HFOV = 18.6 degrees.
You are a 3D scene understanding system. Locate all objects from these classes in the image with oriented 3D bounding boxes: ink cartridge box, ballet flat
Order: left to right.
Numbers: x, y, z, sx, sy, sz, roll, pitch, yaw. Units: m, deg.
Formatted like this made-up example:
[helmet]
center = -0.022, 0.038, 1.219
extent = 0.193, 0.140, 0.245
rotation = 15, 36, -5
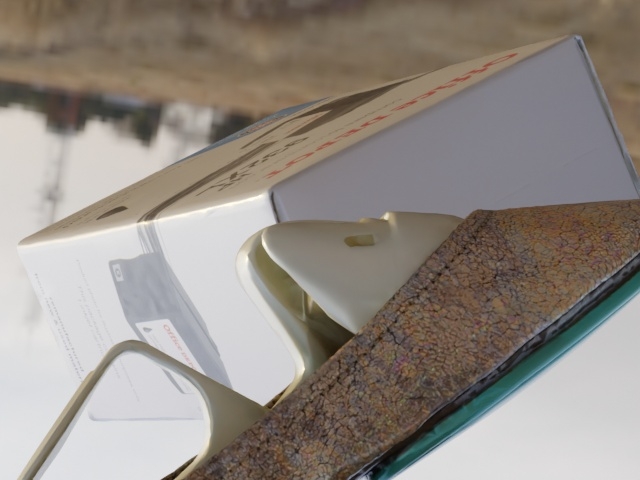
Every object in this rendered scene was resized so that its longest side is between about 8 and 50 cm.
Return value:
[ballet flat]
center = -0.016, 0.059, 0.670
extent = 0.106, 0.316, 0.107
rotation = 50, 167, 3
[ink cartridge box]
center = 0.000, 0.000, 1.106
extent = 0.223, 0.129, 0.307
rotation = -28, -170, -31
